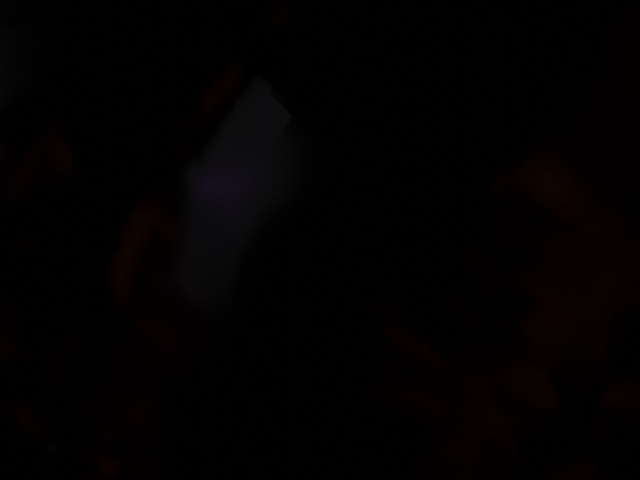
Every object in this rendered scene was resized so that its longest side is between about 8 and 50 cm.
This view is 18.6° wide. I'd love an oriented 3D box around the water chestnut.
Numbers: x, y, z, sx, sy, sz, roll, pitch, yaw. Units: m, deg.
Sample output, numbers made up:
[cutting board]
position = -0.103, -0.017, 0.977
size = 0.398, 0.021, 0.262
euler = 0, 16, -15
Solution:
[water chestnut]
position = 0.000, 0.000, 0.447
size = 0.289, 0.289, 0.244
euler = -58, 7, 32
